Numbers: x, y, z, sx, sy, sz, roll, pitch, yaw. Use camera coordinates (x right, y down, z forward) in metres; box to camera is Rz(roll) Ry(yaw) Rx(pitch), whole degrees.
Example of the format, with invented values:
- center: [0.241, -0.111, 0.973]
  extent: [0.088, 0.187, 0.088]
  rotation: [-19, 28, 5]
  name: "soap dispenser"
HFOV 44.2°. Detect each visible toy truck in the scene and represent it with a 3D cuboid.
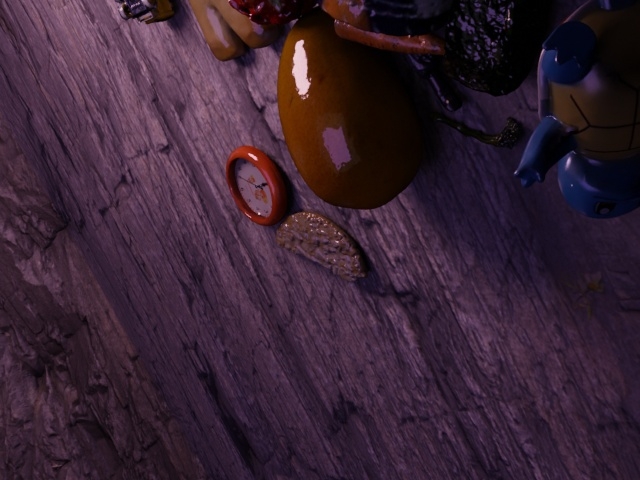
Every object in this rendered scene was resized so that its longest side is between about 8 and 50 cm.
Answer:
- center: [-0.423, -0.604, 1.802]
  extent: [0.098, 0.114, 0.226]
  rotation: [-12, 108, 32]
  name: "toy truck"

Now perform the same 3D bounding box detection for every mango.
- center: [0.040, -0.237, 1.432]
  extent: [0.264, 0.221, 0.377]
  rotation: [-18, 91, 57]
  name: "mango"

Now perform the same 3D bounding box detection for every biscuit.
- center: [0.001, -0.001, 1.820]
  extent: [0.290, 0.038, 0.141]
  rotation: [26, 135, 35]
  name: "biscuit"
- center: [-0.206, -0.526, 1.639]
  extent: [0.237, 0.062, 0.290]
  rotation: [0, 115, 52]
  name: "biscuit"

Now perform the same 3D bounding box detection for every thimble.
- center: [0.106, -0.421, 1.200]
  extent: [0.237, 0.237, 0.150]
  rotation: [38, 138, 26]
  name: "thimble"

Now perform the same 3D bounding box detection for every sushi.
- center: [0.263, -0.325, 1.155]
  extent: [0.127, 0.124, 0.225]
  rotation: [28, 134, 29]
  name: "sushi"

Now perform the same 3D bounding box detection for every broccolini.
- center: [0.263, -0.184, 1.346]
  extent: [0.194, 0.054, 0.052]
  rotation: [19, 150, 45]
  name: "broccolini"

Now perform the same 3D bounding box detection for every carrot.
- center: [0.121, -0.332, 1.273]
  extent: [0.210, 0.061, 0.061]
  rotation: [27, 136, 31]
  name: "carrot"

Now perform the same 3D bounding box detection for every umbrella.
- center: [0.159, -0.323, 1.340]
  extent: [0.071, 0.071, 0.248]
  rotation: [-22, 100, 56]
  name: "umbrella"

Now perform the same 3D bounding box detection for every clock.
- center: [-0.152, -0.131, 1.895]
  extent: [0.205, 0.051, 0.205]
  rotation: [31, 137, 34]
  name: "clock"

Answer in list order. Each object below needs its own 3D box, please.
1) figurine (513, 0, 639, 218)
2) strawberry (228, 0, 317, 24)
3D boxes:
- center: [0.375, -0.205, 1.034]
  extent: [0.243, 0.298, 0.416]
  rotation: [-115, 10, -69]
  name: "figurine"
- center: [-0.073, -0.520, 1.365]
  extent: [0.261, 0.257, 0.261]
  rotation: [13, 126, 18]
  name: "strawberry"
